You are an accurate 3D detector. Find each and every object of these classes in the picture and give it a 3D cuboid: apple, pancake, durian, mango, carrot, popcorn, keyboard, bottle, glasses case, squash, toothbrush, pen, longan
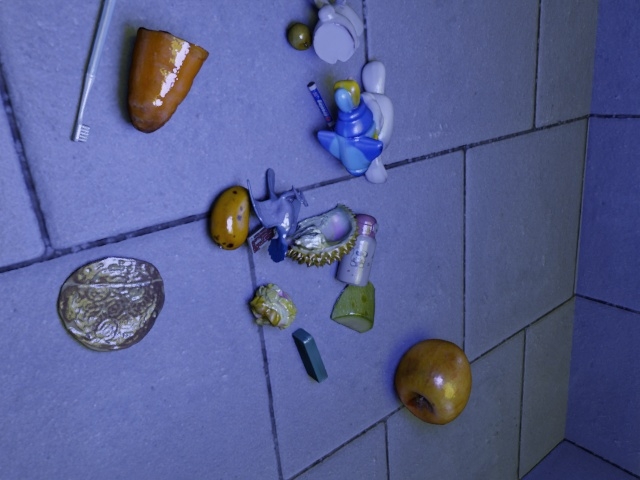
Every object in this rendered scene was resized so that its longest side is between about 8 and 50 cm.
[{"bbox_3d":[0.441,0.533,1.893,0.275,0.298,0.299,-40,124,-44],"label":"apple"},{"bbox_3d":[-0.506,0.156,1.211,0.249,0.031,0.250,-10,107,-36],"label":"pancake"},{"bbox_3d":[0.000,0.000,1.499,0.306,0.172,0.167,-25,92,-22],"label":"durian"},{"bbox_3d":[-0.241,-0.062,1.326,0.115,0.090,0.178,9,93,-53],"label":"mango"},{"bbox_3d":[-0.364,-0.351,1.114,0.159,0.159,0.225,16,94,-40],"label":"carrot"},{"bbox_3d":[-0.137,0.199,1.456,0.126,0.125,0.145,-47,136,-30],"label":"popcorn"},{"bbox_3d":[-0.153,-0.023,1.409,0.166,0.017,0.055,-45,128,-51],"label":"keyboard"},{"bbox_3d":[0.127,0.028,1.625,0.109,0.109,0.234,9,97,-39],"label":"bottle"},{"bbox_3d":[-0.034,0.378,1.609,0.039,0.077,0.184,-31,119,-25],"label":"glasses case"},{"bbox_3d":[0.149,0.230,1.710,0.191,0.085,0.184,30,84,-40],"label":"squash"},{"bbox_3d":[-0.496,-0.383,1.082,0.030,0.025,0.343,9,96,-46],"label":"toothbrush"},{"bbox_3d":[0.017,-0.384,1.485,0.025,0.025,0.204,-46,125,-20],"label":"pen"},{"bbox_3d":[-0.053,-0.556,1.351,0.075,0.083,0.075,-29,155,-14],"label":"longan"}]

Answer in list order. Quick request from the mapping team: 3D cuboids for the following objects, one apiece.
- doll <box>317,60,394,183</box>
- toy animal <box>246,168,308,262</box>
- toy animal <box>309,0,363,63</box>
[{"bbox_3d":[0.117,-0.334,1.473,0.365,0.186,0.377,-34,106,-60],"label":"doll"},{"bbox_3d":[-0.122,-0.079,1.378,0.176,0.256,0.239,-37,153,15],"label":"toy animal"},{"bbox_3d":[0.039,-0.596,1.355,0.178,0.127,0.193,51,37,-48],"label":"toy animal"}]
